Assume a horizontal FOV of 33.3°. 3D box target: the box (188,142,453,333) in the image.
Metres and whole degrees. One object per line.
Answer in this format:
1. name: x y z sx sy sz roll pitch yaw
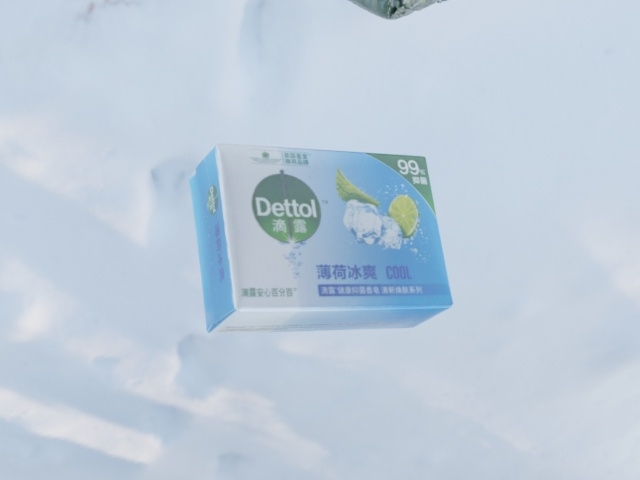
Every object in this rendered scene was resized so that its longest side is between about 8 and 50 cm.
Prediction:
1. box: 0.000 0.000 0.880 0.194 0.139 0.073 0 160 -26

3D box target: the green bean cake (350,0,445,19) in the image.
1. green bean cake: 0.100 -0.299 0.933 0.183 0.094 0.185 -32 145 -32
